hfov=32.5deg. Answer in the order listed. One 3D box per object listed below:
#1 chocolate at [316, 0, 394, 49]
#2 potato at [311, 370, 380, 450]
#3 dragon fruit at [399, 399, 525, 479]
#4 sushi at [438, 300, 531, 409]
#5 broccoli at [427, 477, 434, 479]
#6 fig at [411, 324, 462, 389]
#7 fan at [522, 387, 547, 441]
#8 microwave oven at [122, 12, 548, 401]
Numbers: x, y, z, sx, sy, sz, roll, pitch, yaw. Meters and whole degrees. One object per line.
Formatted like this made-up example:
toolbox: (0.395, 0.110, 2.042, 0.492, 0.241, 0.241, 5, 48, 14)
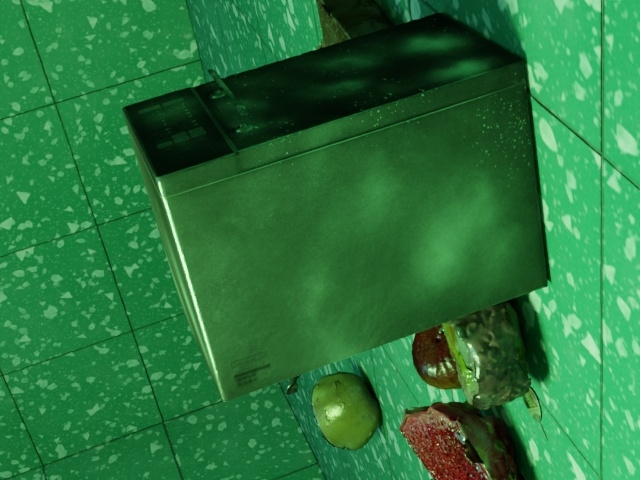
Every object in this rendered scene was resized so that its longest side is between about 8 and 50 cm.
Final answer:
chocolate: (0.063, -0.288, 1.645, 0.214, 0.093, 0.148, -119, 13, -46)
potato: (0.084, 0.408, 2.666, 0.117, 0.182, 0.202, -26, 90, 36)
dragon fruit: (0.254, 0.336, 1.714, 0.274, 0.126, 0.161, 53, 151, 32)
sushi: (0.223, 0.137, 1.531, 0.241, 0.108, 0.161, -116, 11, -73)
broccoli: (0.278, 0.546, 1.941, 0.304, 0.145, 0.165, 49, 163, 33)
fig: (0.220, 0.186, 1.722, 0.119, 0.153, 0.119, -52, 23, 34)
fan: (0.305, 0.243, 1.574, 0.060, 0.003, 0.080, -136, 29, -68)
microwave oven: (0.023, -0.044, 1.345, 0.236, 0.432, 0.374, -127, 22, -60)
